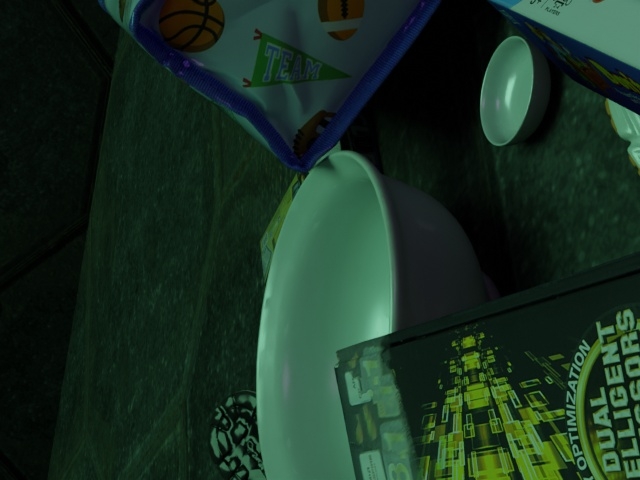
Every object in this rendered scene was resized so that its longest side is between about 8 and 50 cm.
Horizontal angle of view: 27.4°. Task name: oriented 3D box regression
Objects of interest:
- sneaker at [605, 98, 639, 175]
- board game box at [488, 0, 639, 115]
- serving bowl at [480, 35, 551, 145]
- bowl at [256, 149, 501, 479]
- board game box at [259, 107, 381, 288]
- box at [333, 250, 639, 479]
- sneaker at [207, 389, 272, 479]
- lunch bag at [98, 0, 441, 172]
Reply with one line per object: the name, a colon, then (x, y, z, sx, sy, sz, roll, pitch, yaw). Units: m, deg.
sneaker: (0.236, -0.043, 0.659, 0.121, 0.099, 0.262, -53, 42, 41)
board game box: (0.235, -0.136, 0.544, 0.233, 0.078, 0.347, -50, 26, 5)
serving bowl: (0.151, -0.111, 0.990, 0.083, 0.027, 0.083, -173, 90, -70)
bowl: (0.056, 0.085, 1.033, 0.298, 0.134, 0.297, -173, 90, -71)
board game box: (0.000, 0.000, 1.353, 0.243, 0.042, 0.165, 121, 149, -49)
box: (0.153, 0.213, 0.624, 0.318, 0.097, 0.394, -25, 73, 60)
sneaker: (0.023, 0.246, 1.154, 0.107, 0.124, 0.283, -46, 61, 26)
lunch bag: (-0.003, -0.291, 1.137, 0.385, 0.239, 0.328, -50, 21, 3)
